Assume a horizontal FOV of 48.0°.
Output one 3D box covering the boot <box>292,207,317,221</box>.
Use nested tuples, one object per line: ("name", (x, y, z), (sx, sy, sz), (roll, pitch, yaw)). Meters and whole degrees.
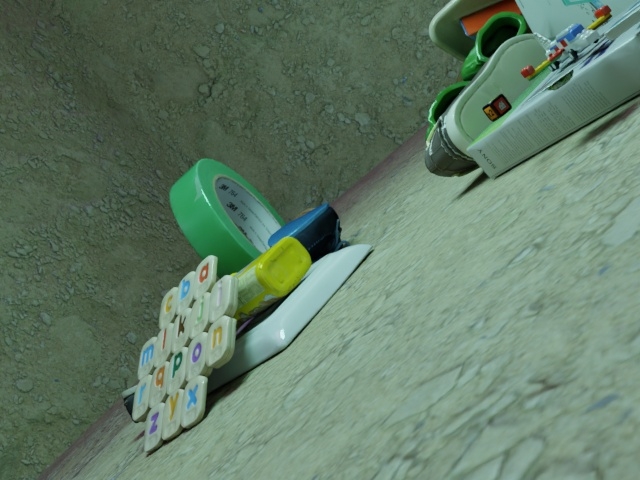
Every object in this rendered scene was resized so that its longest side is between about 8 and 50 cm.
("boot", (-0.101, 0.058, 1.642), (0.283, 0.109, 0.220), (-41, 2, 35))

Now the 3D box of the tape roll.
("tape roll", (-0.152, -0.015, 1.405), (0.077, 0.321, 0.321), (-40, 4, 15))

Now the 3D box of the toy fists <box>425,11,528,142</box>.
("toy fists", (0.281, -0.271, 1.293), (0.279, 0.096, 0.142), (-58, -26, -7))

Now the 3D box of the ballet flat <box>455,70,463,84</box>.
("ballet flat", (0.410, -0.385, 1.848), (0.124, 0.116, 0.342), (-60, 9, -3))

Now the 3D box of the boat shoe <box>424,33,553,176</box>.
("boat shoe", (0.259, -0.198, 1.044), (0.324, 0.116, 0.097), (-44, 0, -37))

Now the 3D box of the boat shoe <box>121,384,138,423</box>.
("boat shoe", (-0.267, 0.274, 1.305), (0.206, 0.065, 0.075), (-24, -17, 17))

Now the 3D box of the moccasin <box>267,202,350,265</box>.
("moccasin", (0.000, 0.000, 1.370), (0.137, 0.117, 0.342), (-27, 3, 17))

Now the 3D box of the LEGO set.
("LEGO set", (0.272, -0.218, 0.743), (0.244, 0.060, 0.182), (-37, 3, 46))

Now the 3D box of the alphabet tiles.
("alphabet tiles", (-0.211, 0.172, 1.109), (0.284, 0.021, 0.278), (-39, 40, 38))

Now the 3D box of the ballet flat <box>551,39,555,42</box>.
("ballet flat", (0.422, -0.337, 1.226), (0.241, 0.091, 0.077), (-38, -9, 18))

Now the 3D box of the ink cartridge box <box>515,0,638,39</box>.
("ink cartridge box", (0.413, -0.428, 1.003), (0.198, 0.197, 0.270), (-42, 22, -12))

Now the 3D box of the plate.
("plate", (-0.068, 0.120, 1.158), (0.277, 0.045, 0.278), (-38, 5, 45))

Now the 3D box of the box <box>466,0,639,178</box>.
("box", (0.336, -0.208, 0.826), (0.232, 0.058, 0.322), (-43, 6, -31))

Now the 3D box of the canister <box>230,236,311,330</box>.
("canister", (-0.104, 0.074, 1.141), (0.170, 0.073, 0.126), (-36, 8, 39))

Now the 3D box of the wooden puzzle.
("wooden puzzle", (0.426, -0.438, 1.356), (0.322, 0.081, 0.348), (15, -46, -40))
